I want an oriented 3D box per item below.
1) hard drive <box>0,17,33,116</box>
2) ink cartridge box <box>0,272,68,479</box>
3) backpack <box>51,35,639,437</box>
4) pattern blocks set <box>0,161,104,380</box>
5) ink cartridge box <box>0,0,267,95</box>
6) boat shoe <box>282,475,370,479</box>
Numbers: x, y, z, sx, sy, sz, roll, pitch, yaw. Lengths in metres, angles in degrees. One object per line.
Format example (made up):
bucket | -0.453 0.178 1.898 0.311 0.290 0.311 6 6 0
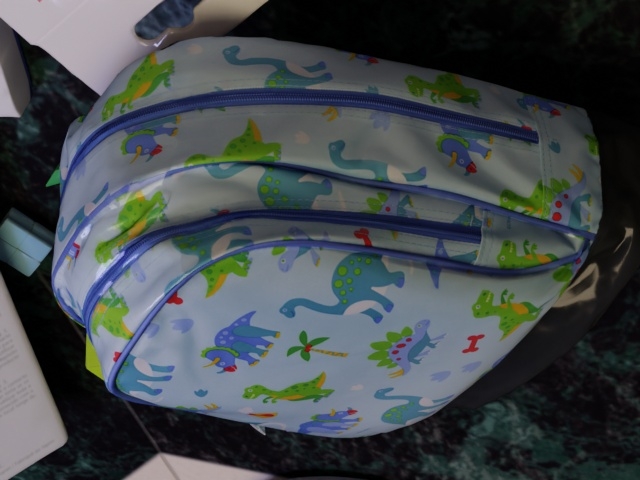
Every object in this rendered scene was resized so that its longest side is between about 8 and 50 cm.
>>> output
hard drive | -0.391 -0.186 1.247 0.318 0.040 0.210 2 131 15
ink cartridge box | -0.399 0.090 1.333 0.091 0.308 0.385 36 149 46
backpack | 0.000 0.000 1.108 0.355 0.273 0.290 26 141 -18
pattern blocks set | -0.100 0.043 1.373 0.325 0.026 0.285 41 129 -20
ink cartridge box | -0.180 -0.269 1.055 0.353 0.119 0.207 42 129 -20
boat shoe | 0.092 0.329 1.481 0.367 0.156 0.136 17 133 1
